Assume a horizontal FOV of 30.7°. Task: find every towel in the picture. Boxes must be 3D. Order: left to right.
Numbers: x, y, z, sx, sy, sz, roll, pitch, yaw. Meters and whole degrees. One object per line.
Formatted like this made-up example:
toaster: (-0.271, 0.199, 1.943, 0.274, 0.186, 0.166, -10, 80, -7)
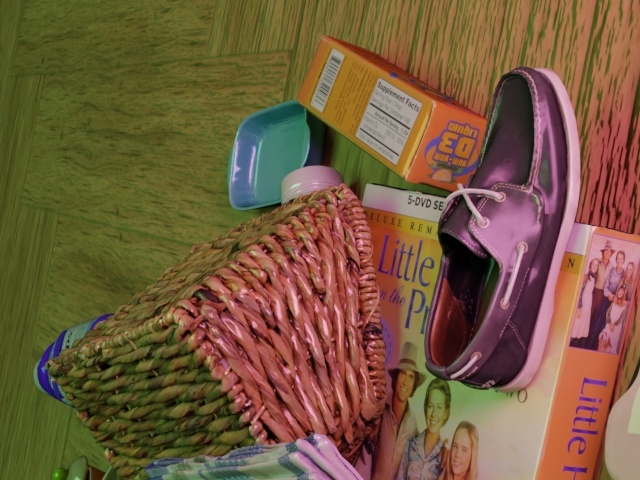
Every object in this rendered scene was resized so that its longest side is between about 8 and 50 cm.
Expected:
towel: (-0.016, 0.236, 0.894, 0.034, 0.209, 0.285, -47, 13, -33)

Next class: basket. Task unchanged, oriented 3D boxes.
basket: (-0.061, 0.113, 1.045, 0.299, 0.223, 0.213, -23, 103, 53)

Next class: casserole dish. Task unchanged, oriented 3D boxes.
casserole dish: (-0.047, -0.090, 1.295, 0.188, 0.037, 0.114, -8, 73, 58)

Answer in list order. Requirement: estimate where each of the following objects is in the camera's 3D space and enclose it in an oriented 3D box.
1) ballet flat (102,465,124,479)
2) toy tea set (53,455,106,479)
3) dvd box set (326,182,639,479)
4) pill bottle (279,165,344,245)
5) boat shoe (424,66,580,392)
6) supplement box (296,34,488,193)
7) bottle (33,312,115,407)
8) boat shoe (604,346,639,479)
ballet flat: (-0.203, 0.348, 1.317, 0.124, 0.116, 0.342, -20, 58, 22)
toy tea set: (-0.371, 0.446, 1.533, 0.200, 0.124, 0.336, -16, 55, 62)
dvd box set: (0.093, 0.175, 0.944, 0.307, 0.062, 0.421, 18, 96, 59)
pill bottle: (0.000, 0.000, 1.142, 0.078, 0.078, 0.137, -44, 44, 45)
boat shoe: (0.124, -0.012, 0.816, 0.084, 0.079, 0.233, 6, 85, 60)
supplement box: (0.065, -0.117, 1.074, 0.233, 0.078, 0.080, 46, 117, 54)
bottle: (-0.323, 0.173, 1.620, 0.283, 0.092, 0.118, -18, 66, 57)
boat shoe: (0.225, 0.100, 0.768, 0.049, 0.042, 0.133, 19, 98, 39)
